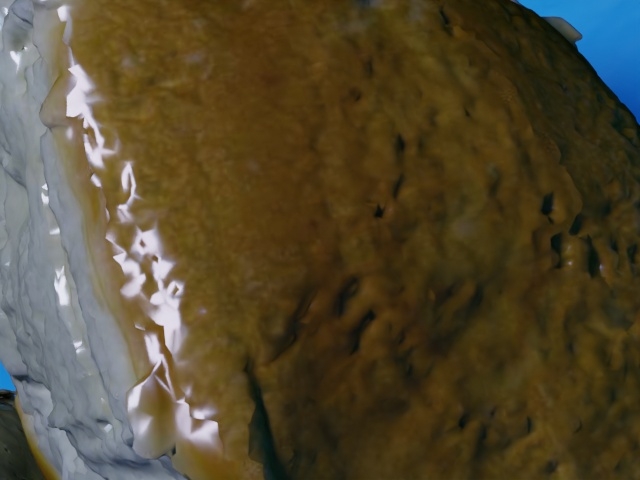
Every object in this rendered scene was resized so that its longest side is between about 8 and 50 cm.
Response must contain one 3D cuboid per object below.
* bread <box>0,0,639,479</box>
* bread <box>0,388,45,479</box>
[{"bbox_3d":[0.000,0.000,0.642,0.225,0.250,0.279,-34,72,64],"label":"bread"},{"bbox_3d":[-0.152,0.218,0.775,0.279,0.315,0.248,41,97,18],"label":"bread"}]
